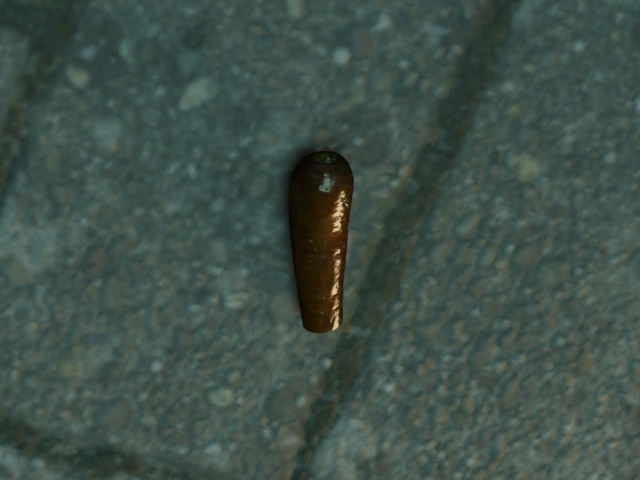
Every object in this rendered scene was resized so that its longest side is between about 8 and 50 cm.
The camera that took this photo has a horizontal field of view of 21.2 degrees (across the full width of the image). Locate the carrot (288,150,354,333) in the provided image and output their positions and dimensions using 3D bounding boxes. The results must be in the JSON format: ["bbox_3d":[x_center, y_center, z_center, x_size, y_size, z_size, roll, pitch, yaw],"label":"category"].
[{"bbox_3d":[0.000,0.000,0.836,0.032,0.032,0.093,-5,117,-10],"label":"carrot"}]
